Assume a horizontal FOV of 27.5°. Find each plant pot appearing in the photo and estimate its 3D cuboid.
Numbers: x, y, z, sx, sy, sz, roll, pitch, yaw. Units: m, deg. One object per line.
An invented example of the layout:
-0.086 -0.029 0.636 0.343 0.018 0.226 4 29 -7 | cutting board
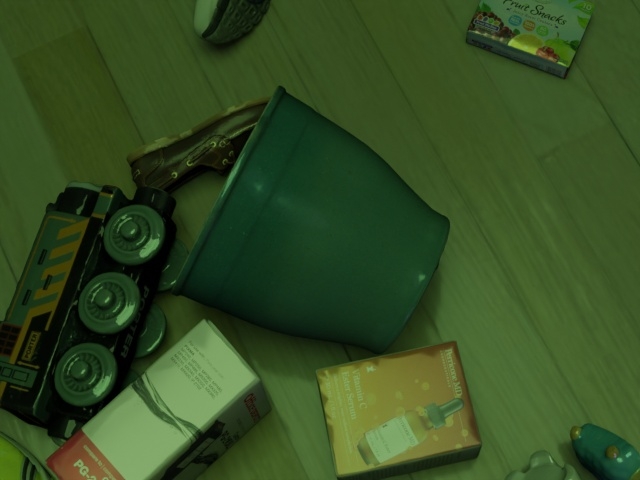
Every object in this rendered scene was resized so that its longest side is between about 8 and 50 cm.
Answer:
0.000 0.000 1.522 0.255 0.271 0.272 28 75 -3 | plant pot

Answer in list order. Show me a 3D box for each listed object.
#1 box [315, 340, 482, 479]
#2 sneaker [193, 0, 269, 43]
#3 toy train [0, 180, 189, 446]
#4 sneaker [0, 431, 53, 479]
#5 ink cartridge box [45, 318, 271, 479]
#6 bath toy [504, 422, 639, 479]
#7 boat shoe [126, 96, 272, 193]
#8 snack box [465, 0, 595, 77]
0.090 0.203 1.527 0.170 0.091 0.130 -13 71 -1 | box
-0.127 -0.394 1.745 0.129 0.111 0.297 4 67 21 | sneaker
-0.287 0.080 1.570 0.190 0.142 0.334 12 72 17 | toy train
-0.349 0.347 1.474 0.145 0.147 0.385 -37 73 -7 | sneaker
-0.177 0.219 1.493 0.237 0.172 0.100 -42 75 -10 | ink cartridge box
0.223 0.361 1.457 0.348 0.129 0.151 -34 29 -10 | bath toy
-0.140 -0.112 1.657 0.207 0.073 0.073 -26 74 2 | boat shoe
0.274 -0.284 1.706 0.141 0.037 0.100 22 73 10 | snack box
